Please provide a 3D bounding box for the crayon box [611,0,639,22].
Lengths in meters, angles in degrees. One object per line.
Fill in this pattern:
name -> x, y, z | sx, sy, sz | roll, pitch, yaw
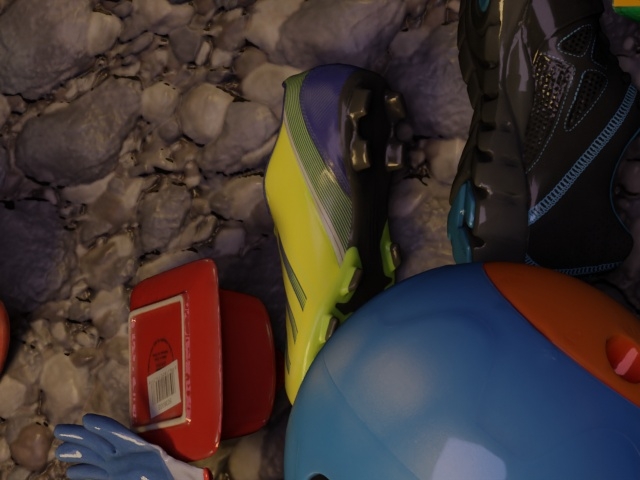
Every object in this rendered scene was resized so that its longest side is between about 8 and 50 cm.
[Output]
crayon box -> 0.322, -0.301, 1.346 | 0.165, 0.081, 0.278 | 6, 89, 38

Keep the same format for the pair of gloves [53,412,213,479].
pair of gloves -> -0.141, 0.226, 1.464 | 0.159, 0.023, 0.198 | 15, 133, 29

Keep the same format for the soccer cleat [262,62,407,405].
soccer cleat -> 0.001, 0.000, 1.466 | 0.121, 0.093, 0.289 | 7, 92, 41

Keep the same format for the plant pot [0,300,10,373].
plant pot -> -0.453, 0.065, 1.516 | 0.265, 0.272, 0.272 | 40, 99, 24

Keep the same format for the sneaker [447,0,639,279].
sneaker -> 0.183, -0.134, 1.407 | 0.139, 0.125, 0.341 | 6, 86, -9

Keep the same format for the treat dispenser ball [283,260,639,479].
treat dispenser ball -> 0.118, 0.157, 1.231 | 0.288, 0.288, 0.288 | -1, 87, 18

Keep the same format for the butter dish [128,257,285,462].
butter dish -> -0.082, 0.104, 1.466 | 0.160, 0.118, 0.160 | -19, 69, 56
